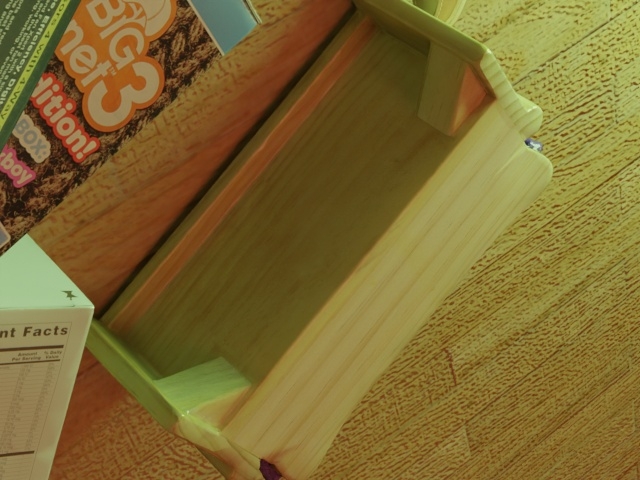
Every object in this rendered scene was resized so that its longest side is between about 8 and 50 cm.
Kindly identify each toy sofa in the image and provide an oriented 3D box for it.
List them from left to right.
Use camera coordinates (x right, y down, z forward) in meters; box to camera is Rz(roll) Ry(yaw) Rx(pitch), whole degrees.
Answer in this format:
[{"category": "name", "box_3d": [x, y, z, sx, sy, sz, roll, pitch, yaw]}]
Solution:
[{"category": "toy sofa", "box_3d": [0.000, 0.000, 0.946, 0.362, 0.150, 0.177, -51, 143, -2]}]

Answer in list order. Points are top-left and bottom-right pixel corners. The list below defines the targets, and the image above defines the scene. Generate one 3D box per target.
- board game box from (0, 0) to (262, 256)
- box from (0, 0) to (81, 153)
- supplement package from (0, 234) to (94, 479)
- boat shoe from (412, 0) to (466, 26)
[{"category": "board game box", "box_3d": [-0.223, -0.102, 0.620, 0.291, 0.232, 0.141, -44, 137, -11]}, {"category": "box", "box_3d": [-0.125, -0.158, 0.321, 0.395, 0.097, 0.318, -60, 169, 8]}, {"category": "supplement package", "box_3d": [-0.261, 0.117, 0.804, 0.139, 0.134, 0.244, 1, 116, -41]}, {"category": "boat shoe", "box_3d": [0.078, -0.241, 0.924, 0.059, 0.063, 0.170, -14, 116, -32]}]
